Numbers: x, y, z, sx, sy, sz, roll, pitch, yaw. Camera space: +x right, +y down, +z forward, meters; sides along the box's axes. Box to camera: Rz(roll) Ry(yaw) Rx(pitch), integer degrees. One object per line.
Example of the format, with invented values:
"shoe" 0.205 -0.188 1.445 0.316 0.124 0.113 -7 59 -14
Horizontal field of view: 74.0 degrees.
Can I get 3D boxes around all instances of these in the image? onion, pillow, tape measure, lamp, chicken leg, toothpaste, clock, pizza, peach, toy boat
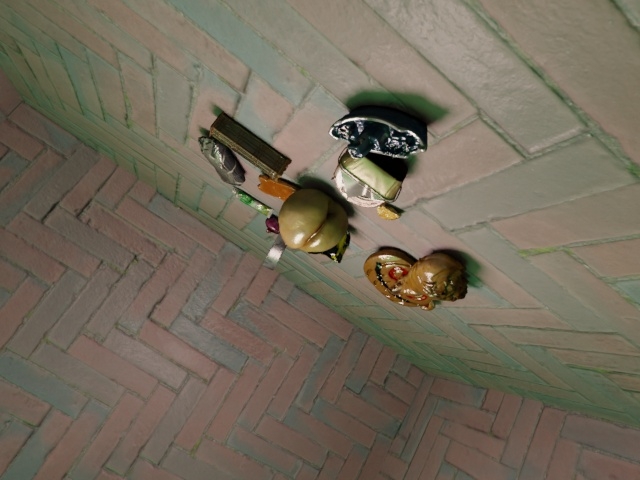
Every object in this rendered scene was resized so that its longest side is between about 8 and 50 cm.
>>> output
"onion" -0.261 -0.079 2.365 0.115 0.104 0.115 44 174 6
"pillow" -0.446 -0.353 1.955 0.162 0.092 0.335 28 163 28
"tape measure" 0.046 -0.005 1.940 0.199 0.186 0.112 19 163 21
"lamp" -0.276 -0.362 1.664 0.326 0.090 0.089 34 161 -9
"chicken leg" 0.459 0.186 1.759 0.295 0.181 0.409 18 154 -23
"toothpaste" -0.369 -0.207 2.293 0.248 0.046 0.078 32 136 -5
"clock" -0.193 0.003 2.127 0.066 0.318 0.319 29 162 -4
"pizza" 0.242 -0.117 1.578 0.109 0.026 0.123 43 162 -23
"peach" -0.038 -0.077 1.779 0.293 0.247 0.292 3 154 2
"toy boat" 0.147 -0.274 1.131 0.309 0.142 0.129 20 156 35

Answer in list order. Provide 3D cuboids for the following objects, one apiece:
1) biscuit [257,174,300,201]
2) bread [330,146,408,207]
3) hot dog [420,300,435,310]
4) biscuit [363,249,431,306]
"biscuit" -0.191 -0.238 1.931 0.280 0.043 0.183 6 153 44
"bread" 0.151 -0.205 1.336 0.224 0.142 0.212 35 147 -8
"hot dog" 0.515 0.278 2.108 0.131 0.069 0.252 24 159 22
"biscuit" 0.374 0.182 1.950 0.314 0.063 0.367 -19 123 46
